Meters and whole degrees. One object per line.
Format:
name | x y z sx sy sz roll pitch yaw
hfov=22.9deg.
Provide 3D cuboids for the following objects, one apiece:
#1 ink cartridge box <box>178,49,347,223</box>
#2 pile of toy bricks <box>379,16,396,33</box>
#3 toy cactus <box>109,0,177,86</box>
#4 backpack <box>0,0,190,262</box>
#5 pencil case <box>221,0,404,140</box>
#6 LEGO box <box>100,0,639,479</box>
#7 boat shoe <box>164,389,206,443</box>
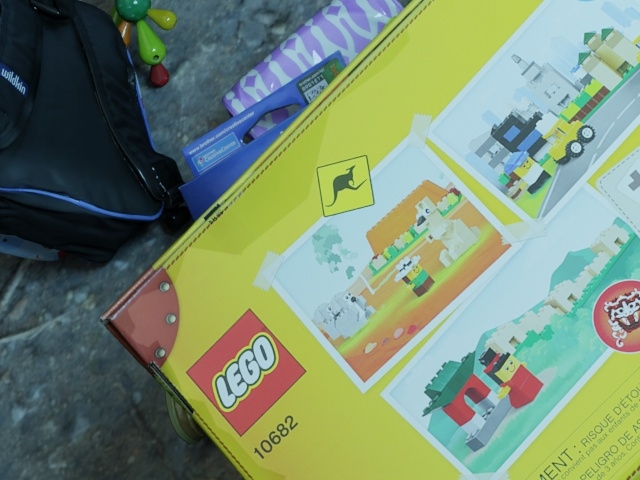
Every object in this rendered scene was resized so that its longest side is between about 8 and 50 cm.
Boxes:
ink cartridge box | 0.000 0.000 1.366 0.185 0.065 0.311 -31 69 15
pile of toy bricks | 0.095 -0.165 1.405 0.118 0.105 0.212 35 93 21
toy cactus | -0.203 -0.287 1.673 0.112 0.180 0.219 -12 60 4
backpack | -0.292 -0.119 1.574 0.213 0.276 0.263 -29 56 38
pencil case | 0.000 -0.163 1.510 0.206 0.086 0.088 -42 49 5
LEGO box | 0.152 0.026 1.160 0.500 0.193 0.372 -45 65 3
boat shoe | -0.102 0.111 1.440 0.048 0.056 0.153 -16 48 32
